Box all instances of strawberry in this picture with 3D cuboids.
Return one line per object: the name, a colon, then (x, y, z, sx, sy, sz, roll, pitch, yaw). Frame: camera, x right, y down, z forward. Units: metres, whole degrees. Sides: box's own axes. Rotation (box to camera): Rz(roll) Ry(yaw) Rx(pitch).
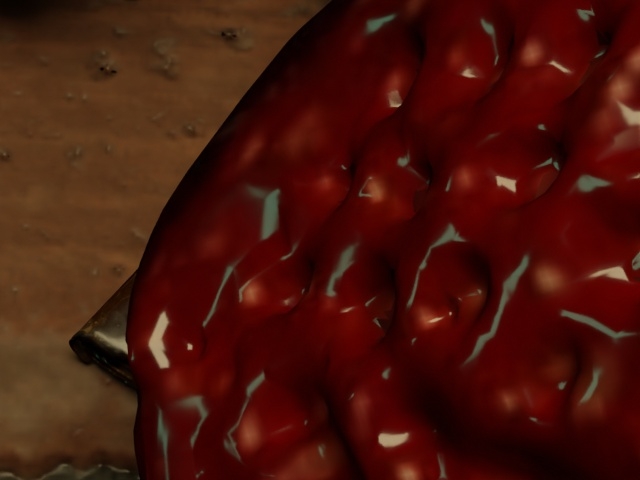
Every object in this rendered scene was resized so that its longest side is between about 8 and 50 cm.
strawberry: (0.114, 0.015, 0.594, 0.345, 0.295, 0.317, -23, 83, 20)

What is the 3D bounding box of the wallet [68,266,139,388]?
wallet: (0.000, 0.000, 0.723, 0.095, 0.026, 0.176, 31, 61, 16)
